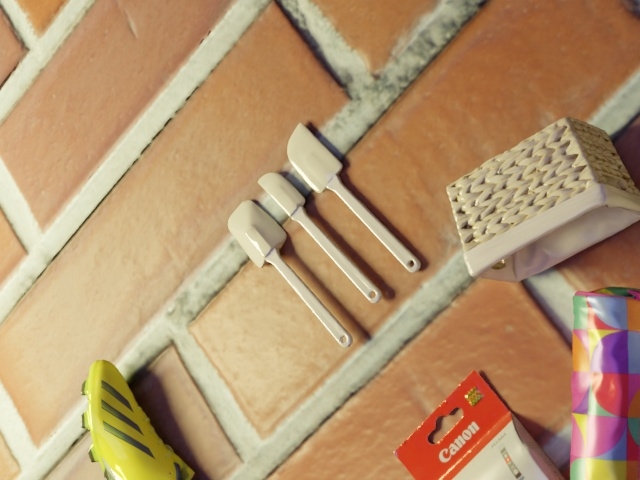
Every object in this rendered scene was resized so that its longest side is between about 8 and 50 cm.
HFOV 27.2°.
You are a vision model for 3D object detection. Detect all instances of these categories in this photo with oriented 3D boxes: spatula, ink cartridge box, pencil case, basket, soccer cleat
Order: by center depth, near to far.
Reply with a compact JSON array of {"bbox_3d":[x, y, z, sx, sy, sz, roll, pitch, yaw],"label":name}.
[{"bbox_3d":[0.293,0.162,1.278,0.104,0.104,0.236,-5,84,35],"label":"pencil case"},{"bbox_3d":[0.223,-0.040,1.332,0.167,0.113,0.103,-32,67,29],"label":"basket"},{"bbox_3d":[0.164,0.248,1.394,0.145,0.045,0.179,-49,64,21],"label":"ink cartridge box"},{"bbox_3d":[0.000,0.000,1.547,0.168,0.019,0.242,-50,62,15],"label":"spatula"},{"bbox_3d":[-0.220,0.279,1.652,0.121,0.093,0.289,-19,69,1],"label":"soccer cleat"}]
